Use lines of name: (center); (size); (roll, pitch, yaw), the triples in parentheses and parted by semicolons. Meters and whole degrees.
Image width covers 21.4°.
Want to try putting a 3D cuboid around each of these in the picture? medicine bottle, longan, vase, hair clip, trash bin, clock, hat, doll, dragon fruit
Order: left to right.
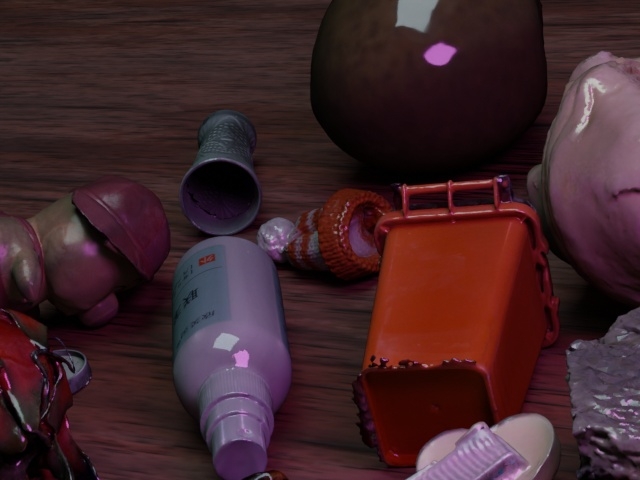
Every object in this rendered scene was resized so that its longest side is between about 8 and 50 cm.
dragon fruit: (-0.309, 0.155, 1.516); (0.192, 0.193, 0.274); (1, 10, -45)
clock: (-0.274, 0.137, 1.715); (0.085, 0.017, 0.085); (-10, 25, 5)
doll: (-0.278, 0.022, 1.799); (0.256, 0.152, 0.196); (-20, 26, -15)
vase: (-0.116, -0.090, 2.041); (0.096, 0.096, 0.219); (-11, 22, 4)
medicine bottle: (-0.082, 0.113, 1.567); (0.110, 0.110, 0.352); (-12, 25, 0)
hat: (0.000, 0.000, 1.825); (0.162, 0.094, 0.112); (-15, 7, 42)
longan: (0.133, -0.214, 1.979); (0.288, 0.288, 0.350); (-4, 21, 17)
hair clip: (0.100, 0.207, 1.336); (0.218, 0.071, 0.159); (-26, 33, -15)
trash bin: (0.115, 0.072, 1.495); (0.161, 0.184, 0.239); (-4, 32, 18)

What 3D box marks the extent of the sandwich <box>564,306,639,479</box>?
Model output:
sandwich: (0.332, 0.135, 1.307); (0.325, 0.131, 0.262); (-25, 29, -22)

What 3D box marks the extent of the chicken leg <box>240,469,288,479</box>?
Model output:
chicken leg: (-0.215, 0.262, 1.349); (0.407, 0.096, 0.158); (-13, 7, -7)

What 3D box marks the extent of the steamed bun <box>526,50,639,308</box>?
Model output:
steamed bun: (0.312, -0.039, 1.578); (0.320, 0.206, 0.275); (11, 30, -47)
